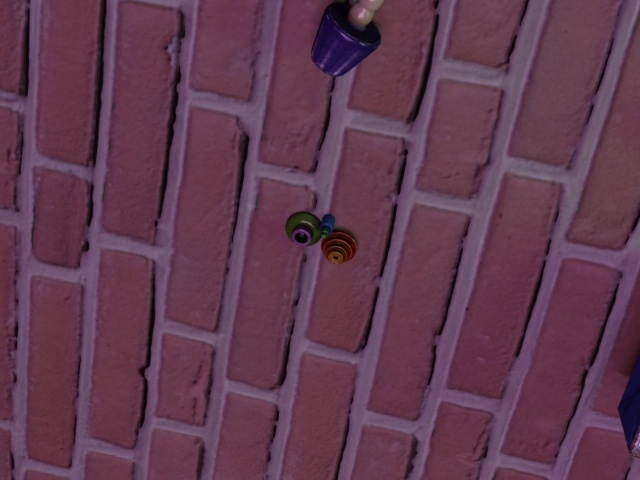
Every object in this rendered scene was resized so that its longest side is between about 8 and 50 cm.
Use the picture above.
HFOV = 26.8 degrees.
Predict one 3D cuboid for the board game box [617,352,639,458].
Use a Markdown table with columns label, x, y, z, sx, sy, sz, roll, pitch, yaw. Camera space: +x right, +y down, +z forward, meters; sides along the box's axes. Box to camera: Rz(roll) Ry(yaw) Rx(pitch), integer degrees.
| label | x | y | z | sx | sy | sz | roll | pitch | yaw |
| --- | --- | --- | --- | --- | --- | --- | --- | --- | --- |
| board game box | 0.556 | 0.185 | 1.684 | 0.290 | 0.141 | 0.232 | 18 | 109 | 0 |

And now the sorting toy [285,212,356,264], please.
| label | x | y | z | sx | sy | sz | roll | pitch | yaw |
| --- | --- | --- | --- | --- | --- | --- | --- | --- | --- |
| sorting toy | 0.000 | 0.000 | 1.775 | 0.102 | 0.042 | 0.061 | 21 | 125 | -2 |

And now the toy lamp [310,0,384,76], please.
| label | x | y | z | sx | sy | sz | roll | pitch | yaw |
| --- | --- | --- | --- | --- | --- | --- | --- | --- | --- |
| toy lamp | 0.076 | -0.302 | 1.537 | 0.080 | 0.080 | 0.275 | 30 | 125 | -8 |
